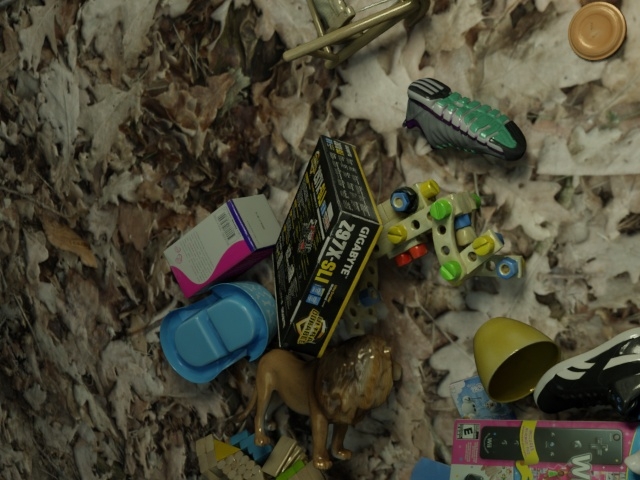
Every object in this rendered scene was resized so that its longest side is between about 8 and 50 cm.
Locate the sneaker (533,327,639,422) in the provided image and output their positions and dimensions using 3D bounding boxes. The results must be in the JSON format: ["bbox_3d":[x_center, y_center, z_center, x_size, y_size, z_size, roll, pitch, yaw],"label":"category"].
[{"bbox_3d":[0.413,0.228,1.182,0.217,0.079,0.121,-43,31,31],"label":"sneaker"}]

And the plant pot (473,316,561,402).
[{"bbox_3d":[0.297,0.178,1.271,0.134,0.134,0.095,-63,39,26],"label":"plant pot"}]

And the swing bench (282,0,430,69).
[{"bbox_3d":[0.037,-0.453,1.310,0.255,0.165,0.253,-22,85,30],"label":"swing bench"}]

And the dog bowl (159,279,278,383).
[{"bbox_3d":[-0.202,0.181,1.632,0.297,0.074,0.165,-30,89,34],"label":"dog bowl"}]

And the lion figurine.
[{"bbox_3d":[-0.031,0.276,1.503,0.392,0.142,0.240,4,94,39],"label":"lion figurine"}]

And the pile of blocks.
[{"bbox_3d":[-0.099,0.478,1.622,0.362,0.149,0.112,15,150,42],"label":"pile of blocks"}]

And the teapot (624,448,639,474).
[{"bbox_3d":[0.566,0.220,1.033,0.256,0.253,0.187,18,137,47],"label":"teapot"}]

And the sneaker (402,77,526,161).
[{"bbox_3d":[0.229,-0.173,1.289,0.224,0.083,0.098,40,139,28],"label":"sneaker"}]

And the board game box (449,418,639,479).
[{"bbox_3d":[0.350,0.387,1.203,0.304,0.097,0.223,-6,61,30],"label":"board game box"}]

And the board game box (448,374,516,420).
[{"bbox_3d":[0.274,0.274,1.358,0.090,0.020,0.090,-27,82,35],"label":"board game box"}]

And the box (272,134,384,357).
[{"bbox_3d":[0.000,0.000,1.341,0.079,0.322,0.257,19,114,-15],"label":"box"}]

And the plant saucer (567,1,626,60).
[{"bbox_3d":[0.402,-0.306,1.167,0.084,0.013,0.083,6,101,34],"label":"plant saucer"}]

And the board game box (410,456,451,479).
[{"bbox_3d":[0.238,0.451,1.410,0.169,0.033,0.133,9,109,39],"label":"board game box"}]

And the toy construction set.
[{"bbox_3d":[0.153,0.024,1.330,0.328,0.151,0.214,-28,82,24],"label":"toy construction set"}]

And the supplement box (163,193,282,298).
[{"bbox_3d":[-0.190,0.013,1.580,0.220,0.114,0.111,-33,80,33],"label":"supplement box"}]
